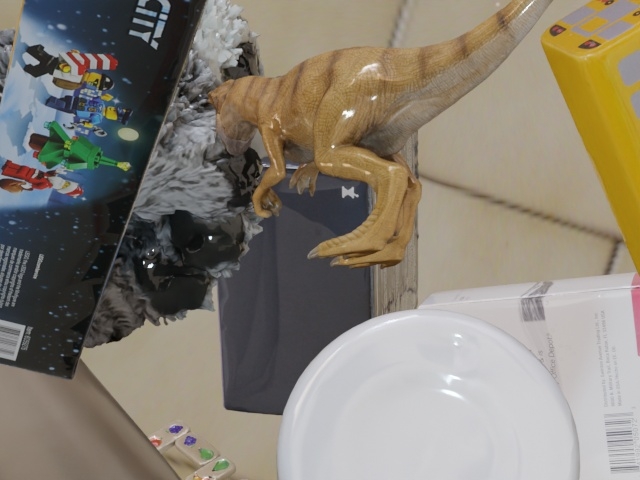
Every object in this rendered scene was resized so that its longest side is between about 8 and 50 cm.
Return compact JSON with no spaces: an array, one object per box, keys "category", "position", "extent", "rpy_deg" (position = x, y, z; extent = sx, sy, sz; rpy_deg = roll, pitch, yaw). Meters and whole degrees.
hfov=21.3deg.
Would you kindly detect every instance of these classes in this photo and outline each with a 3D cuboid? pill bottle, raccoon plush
[{"category":"pill bottle","position":[0.078,0.177,1.280],"extent":[0.204,0.361,0.204],"rpy_deg":[-1,78,3]},{"category":"raccoon plush","position":[-0.204,-0.134,1.173],"extent":[0.446,0.299,0.216],"rpy_deg":[32,123,-33]}]

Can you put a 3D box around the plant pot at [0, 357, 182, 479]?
[{"category":"plant pot","position":[-0.236,0.157,0.999],"extent":[0.323,0.323,0.280],"rpy_deg":[-25,95,9]}]

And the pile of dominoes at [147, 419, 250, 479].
[{"category":"pile of dominoes","position":[-0.198,0.290,1.864],"extent":[0.196,0.251,0.040],"rpy_deg":[30,139,40]}]

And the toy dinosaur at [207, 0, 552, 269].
[{"category":"toy dinosaur","position":[0.021,-0.050,0.646],"extent":[0.211,0.064,0.112],"rpy_deg":[-13,79,41]}]

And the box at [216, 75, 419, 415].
[{"category":"box","position":[0.000,0.000,1.888],"extent":[0.182,0.294,0.296],"rpy_deg":[3,114,11]}]

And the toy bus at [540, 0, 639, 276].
[{"category":"toy bus","position":[0.321,-0.060,1.492],"extent":[0.130,0.108,0.333],"rpy_deg":[-32,116,-9]}]

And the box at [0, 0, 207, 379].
[{"category":"box","position":[-0.061,-0.080,0.505],"extent":[0.044,0.233,0.159],"rpy_deg":[15,57,-10]}]

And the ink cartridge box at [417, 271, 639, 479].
[{"category":"ink cartridge box","position":[0.252,0.143,1.724],"extent":[0.283,0.117,0.207],"rpy_deg":[-6,96,16]}]
